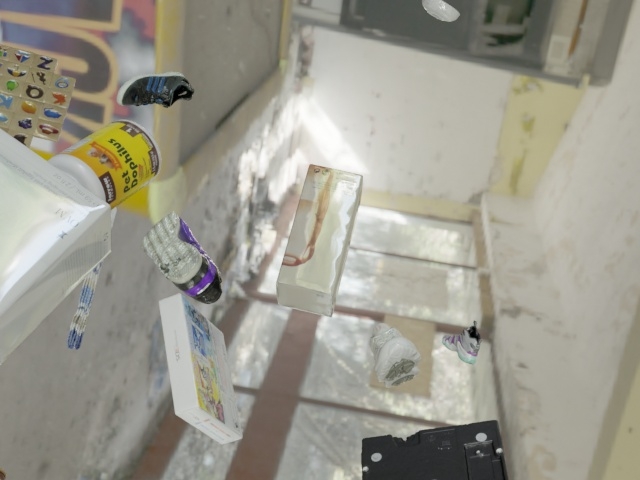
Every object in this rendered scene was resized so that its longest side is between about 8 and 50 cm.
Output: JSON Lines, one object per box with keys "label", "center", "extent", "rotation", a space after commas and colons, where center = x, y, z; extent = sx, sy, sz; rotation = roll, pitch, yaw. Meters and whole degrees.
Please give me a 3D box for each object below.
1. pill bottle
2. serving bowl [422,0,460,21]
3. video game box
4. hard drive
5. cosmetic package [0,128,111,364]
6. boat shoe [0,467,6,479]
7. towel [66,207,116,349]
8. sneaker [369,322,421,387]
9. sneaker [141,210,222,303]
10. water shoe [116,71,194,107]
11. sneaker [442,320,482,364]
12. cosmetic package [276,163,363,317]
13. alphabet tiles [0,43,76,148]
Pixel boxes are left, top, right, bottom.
{"label": "pill bottle", "center": [-0.355, -0.102, 1.325], "extent": [0.215, 0.117, 0.117], "rotation": [-48, 151, -50]}
{"label": "serving bowl", "center": [0.237, -0.462, 1.683], "extent": [0.027, 0.083, 0.083], "rotation": [-61, 179, 9]}
{"label": "video game box", "center": [-0.198, 0.216, 1.392], "extent": [0.187, 0.048, 0.205], "rotation": [62, 10, -58]}
{"label": "hard drive", "center": [0.183, 0.436, 1.290], "extent": [0.339, 0.237, 0.064], "rotation": [-88, 164, -55]}
{"label": "cosmetic package", "center": [-0.432, -0.002, 1.096], "extent": [0.224, 0.224, 0.138], "rotation": [-52, 173, -30]}
{"label": "boat shoe", "center": [-0.880, 0.579, 2.051], "extent": [0.073, 0.207, 0.073], "rotation": [-96, -161, -64]}
{"label": "towel", "center": [-0.505, 0.081, 1.855], "extent": [0.209, 0.034, 0.285], "rotation": [-90, -160, -50]}
{"label": "sneaker", "center": [0.128, 0.207, 1.592], "extent": [0.232, 0.090, 0.115], "rotation": [79, -14, -70]}
{"label": "sneaker", "center": [-0.284, 0.050, 1.787], "extent": [0.146, 0.102, 0.293], "rotation": [48, 0, -33]}
{"label": "water shoe", "center": [-0.396, -0.361, 2.041], "extent": [0.203, 0.080, 0.073], "rotation": [-27, 149, -39]}
{"label": "sneaker", "center": [0.257, 0.171, 1.493], "extent": [0.098, 0.038, 0.069], "rotation": [38, -71, 59]}
{"label": "cosmetic package", "center": [0.000, 0.000, 1.860], "extent": [0.153, 0.129, 0.296], "rotation": [94, 10, -64]}
{"label": "alphabet tiles", "center": [-0.758, -0.351, 2.035], "extent": [0.011, 0.285, 0.342], "rotation": [118, -21, -47]}
